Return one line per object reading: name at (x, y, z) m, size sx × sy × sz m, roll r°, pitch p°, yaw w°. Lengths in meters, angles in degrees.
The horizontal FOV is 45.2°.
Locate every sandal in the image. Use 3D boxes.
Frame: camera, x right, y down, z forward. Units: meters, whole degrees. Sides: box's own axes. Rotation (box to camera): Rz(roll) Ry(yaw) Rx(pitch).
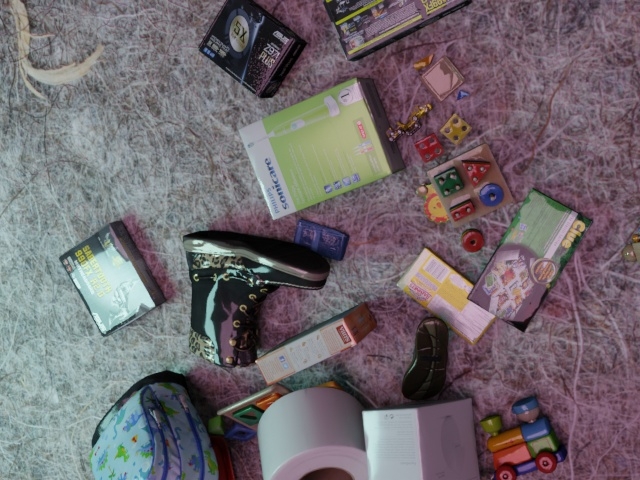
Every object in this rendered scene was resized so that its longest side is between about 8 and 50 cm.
sandal at (0.224, 0.248, 1.634) m, size 0.089 × 0.060 × 0.219 m, roll 5°, pitch 117°, yaw 4°

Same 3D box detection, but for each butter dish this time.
butter dish at (-0.302, 0.566, 1.856) m, size 0.159 × 0.118 × 0.160 m, roll -9°, pitch 97°, yaw 22°

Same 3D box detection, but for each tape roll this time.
tape roll at (-0.006, 0.456, 1.628) m, size 0.246 × 0.169 × 0.246 m, roll -5°, pitch 125°, yaw -7°

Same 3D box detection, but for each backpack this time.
backpack at (-0.372, 0.498, 1.722) m, size 0.290 × 0.273 × 0.355 m, roll -49°, pitch 56°, yaw 8°

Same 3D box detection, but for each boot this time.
boot at (-0.153, 0.140, 1.702) m, size 0.377 × 0.138 × 0.284 m, roll 11°, pitch 104°, yaw 28°

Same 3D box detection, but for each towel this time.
towel at (0.000, 0.000, 1.690) m, size 0.119 × 0.029 × 0.067 m, roll 17°, pitch 106°, yaw 16°

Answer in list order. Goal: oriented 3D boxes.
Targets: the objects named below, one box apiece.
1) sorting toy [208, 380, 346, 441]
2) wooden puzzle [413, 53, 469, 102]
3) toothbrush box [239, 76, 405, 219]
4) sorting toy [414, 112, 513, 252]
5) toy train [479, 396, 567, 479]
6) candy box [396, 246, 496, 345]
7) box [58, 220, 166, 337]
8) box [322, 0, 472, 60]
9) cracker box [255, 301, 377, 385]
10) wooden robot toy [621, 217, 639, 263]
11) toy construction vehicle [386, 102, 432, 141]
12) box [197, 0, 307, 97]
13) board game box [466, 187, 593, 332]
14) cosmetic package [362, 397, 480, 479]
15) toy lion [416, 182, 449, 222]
sorting toy at (-0.102, 0.393, 1.714) m, size 0.347 × 0.196 × 0.047 m, roll -30°, pitch 45°, yaw 29°
wooden puzzle at (0.245, -0.326, 1.551) m, size 0.078 × 0.014 × 0.116 m, roll -33°, pitch 88°, yaw 26°
toothbrush box at (0.004, -0.191, 1.604) m, size 0.283 × 0.122 × 0.206 m, roll -21°, pitch 93°, yaw 21°
sorting toy at (0.295, -0.113, 1.529) m, size 0.132 × 0.046 × 0.275 m, roll -25°, pitch 103°, yaw 14°
toy train at (0.370, 0.431, 1.604) m, size 0.248 × 0.105 × 0.143 m, roll -26°, pitch 80°, yaw 22°
candy box at (0.272, 0.116, 1.614) m, size 0.206 × 0.027 × 0.105 m, roll 39°, pitch 110°, yaw 9°
box at (-0.508, 0.095, 1.877) m, size 0.183 × 0.056 × 0.231 m, roll -29°, pitch 90°, yaw 23°
box at (0.134, -0.513, 1.531) m, size 0.270 × 0.060 × 0.216 m, roll -23°, pitch 92°, yaw 22°
cracker box at (-0.007, 0.222, 1.665) m, size 0.232 × 0.155 × 0.067 m, roll -29°, pitch 87°, yaw 22°
wooden robot toy at (0.618, 0.026, 1.467) m, size 0.079 × 0.076 × 0.173 m, roll -12°, pitch 97°, yaw 57°
toy construction vehicle at (0.179, -0.242, 1.551) m, size 0.098 × 0.086 × 0.035 m, roll -42°, pitch 78°, yaw 22°
box at (-0.145, -0.415, 1.640) m, size 0.180 × 0.077 × 0.147 m, roll 40°, pitch 110°, yaw 9°
board game box at (0.415, 0.040, 1.535) m, size 0.136 × 0.030 × 0.260 m, roll 32°, pitch 103°, yaw 14°
cosmetic package at (0.208, 0.443, 1.552) m, size 0.138 × 0.224 × 0.225 m, roll -13°, pitch 77°, yaw 37°
toy lion at (0.252, -0.088, 1.585) m, size 0.100 × 0.034 × 0.096 m, roll -35°, pitch 94°, yaw 22°
